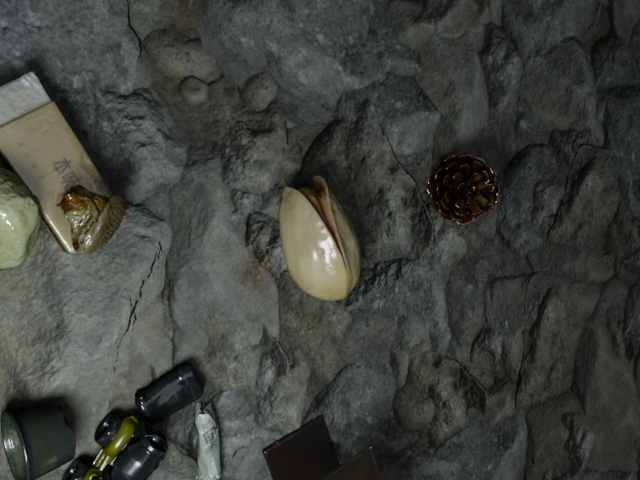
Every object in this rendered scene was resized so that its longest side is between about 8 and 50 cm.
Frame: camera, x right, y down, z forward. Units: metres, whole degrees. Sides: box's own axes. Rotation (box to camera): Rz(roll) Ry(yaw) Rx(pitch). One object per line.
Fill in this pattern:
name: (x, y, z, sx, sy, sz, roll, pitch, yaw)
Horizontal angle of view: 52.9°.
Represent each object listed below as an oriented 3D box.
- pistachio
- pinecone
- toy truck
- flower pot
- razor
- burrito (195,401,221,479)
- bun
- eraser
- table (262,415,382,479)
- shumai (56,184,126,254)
pistachio: (0.000, 0.000, 1.535, 0.187, 0.187, 0.299, -21, 99, -27)
pinecone: (0.393, -0.137, 1.746, 0.208, 0.208, 0.207, -2, 94, -29)
toy truck: (-0.419, 0.482, 1.339, 0.147, 0.165, 0.224, 45, 72, -25)
flower pot: (-0.554, 0.397, 1.274, 0.107, 0.157, 0.157, -10, 98, -39)
razor: (-0.338, 0.344, 1.439, 0.148, 0.054, 0.090, -30, 107, -24)
burrito: (-0.261, 0.478, 1.490, 0.064, 0.064, 0.203, -4, 95, -29)
bun: (-0.613, -0.055, 1.192, 0.220, 0.220, 0.134, 56, 39, -20)
eraser: (-0.538, -0.149, 1.281, 0.144, 0.078, 0.343, -37, 110, -24)
table: (0.023, 0.622, 1.552, 0.196, 0.251, 0.282, -24, 106, -26)
shumai: (-0.449, -0.049, 1.240, 0.116, 0.145, 0.145, 29, 78, -6)
